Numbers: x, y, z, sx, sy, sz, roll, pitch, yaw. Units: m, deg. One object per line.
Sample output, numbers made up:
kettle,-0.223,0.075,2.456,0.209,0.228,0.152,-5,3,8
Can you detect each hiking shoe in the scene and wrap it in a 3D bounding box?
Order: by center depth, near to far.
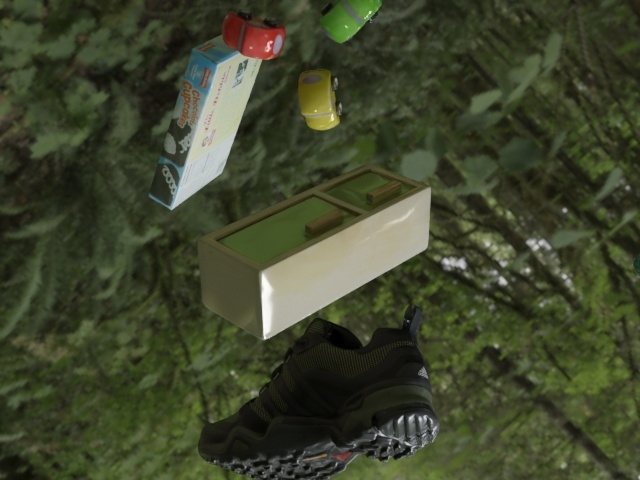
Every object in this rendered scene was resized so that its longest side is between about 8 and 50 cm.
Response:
hiking shoe,-0.004,0.125,0.724,0.227,0.086,0.114,-20,-128,33

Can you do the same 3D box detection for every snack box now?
snack box,-0.206,-0.226,1.664,0.187,0.060,0.322,-46,164,-53

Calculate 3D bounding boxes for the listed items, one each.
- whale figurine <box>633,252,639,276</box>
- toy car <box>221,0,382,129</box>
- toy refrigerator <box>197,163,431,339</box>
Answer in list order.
whale figurine,0.478,0.095,1.012,0.216,0.272,0.141,-34,168,-3
toy car,-0.006,-0.294,1.345,0.225,0.239,0.053,-38,-163,27
toy refrigerator,0.000,0.000,1.018,0.269,0.102,0.094,-26,127,-38
